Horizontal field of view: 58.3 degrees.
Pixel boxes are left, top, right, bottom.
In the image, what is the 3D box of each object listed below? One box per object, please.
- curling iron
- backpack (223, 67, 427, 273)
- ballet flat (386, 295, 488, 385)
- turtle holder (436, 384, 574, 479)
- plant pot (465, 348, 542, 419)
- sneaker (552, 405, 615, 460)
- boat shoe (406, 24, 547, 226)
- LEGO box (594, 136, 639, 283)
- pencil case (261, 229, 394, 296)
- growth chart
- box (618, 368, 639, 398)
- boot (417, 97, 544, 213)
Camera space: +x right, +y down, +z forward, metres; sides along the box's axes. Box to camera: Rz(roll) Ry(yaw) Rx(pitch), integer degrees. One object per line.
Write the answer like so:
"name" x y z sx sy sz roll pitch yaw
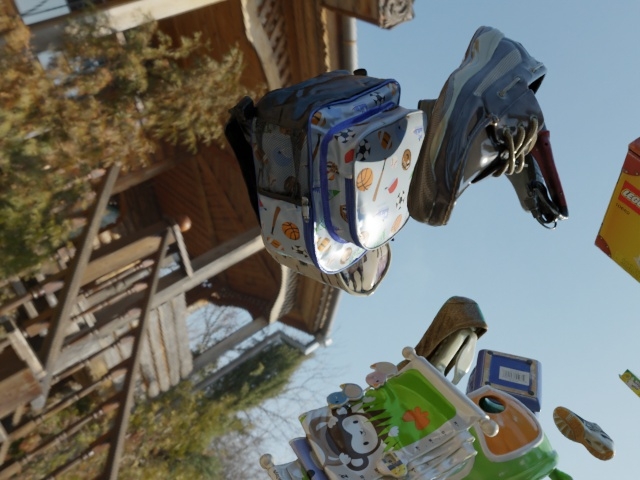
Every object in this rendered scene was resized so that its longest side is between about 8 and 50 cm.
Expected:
"curling iron" 0.310 -0.143 0.826 0.035 0.068 0.274 -31 -131 47
"backpack" 0.026 -0.090 0.828 0.213 0.276 0.263 30 -49 32
"ballet flat" 0.235 0.276 1.200 0.116 0.342 0.124 29 12 -32
"turtle holder" 0.345 0.439 1.213 0.320 0.243 0.227 70 -5 -71
"plant pot" 0.593 0.497 1.848 0.236 0.236 0.212 11 -54 15
"sneaker" 0.330 0.238 0.721 0.083 0.037 0.032 42 -58 16
"boat shoe" 0.212 -0.150 0.717 0.130 0.355 0.132 22 -35 11
"LEGO box" 0.857 0.021 1.189 0.500 0.193 0.372 52 -11 34
"pencil case" 0.000 0.000 1.363 0.410 0.160 0.183 18 -67 59
"growth chart" 0.057 0.203 0.584 0.172 0.237 0.021 30 -41 44
"box" 0.954 0.443 1.681 0.105 0.043 0.179 35 9 -1
"boot" 0.256 -0.139 0.930 0.161 0.083 0.246 -21 -104 26
